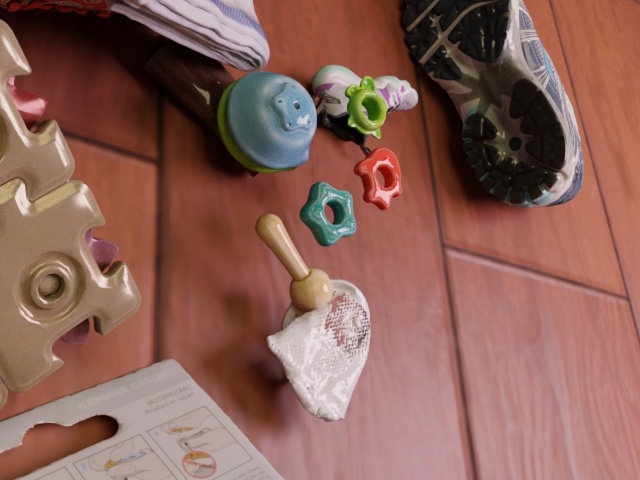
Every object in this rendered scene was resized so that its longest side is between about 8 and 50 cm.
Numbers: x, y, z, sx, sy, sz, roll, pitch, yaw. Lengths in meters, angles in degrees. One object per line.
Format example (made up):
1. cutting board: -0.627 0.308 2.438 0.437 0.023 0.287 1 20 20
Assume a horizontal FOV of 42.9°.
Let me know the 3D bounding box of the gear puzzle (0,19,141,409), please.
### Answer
1. gear puzzle: -0.206 -0.064 0.312 0.175 0.044 0.339 -38 124 -31

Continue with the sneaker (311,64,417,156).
1. sneaker: 0.039 -0.098 0.654 0.098 0.038 0.069 4 65 -27

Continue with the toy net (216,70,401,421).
1. toy net: 0.000 0.000 0.538 0.122 0.045 0.232 3 78 -38

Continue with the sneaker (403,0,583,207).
1. sneaker: 0.165 -0.153 0.761 0.122 0.110 0.283 13 59 -55

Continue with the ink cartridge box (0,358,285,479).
1. ink cartridge box: -0.076 0.169 0.367 0.189 0.066 0.232 -16 40 -44

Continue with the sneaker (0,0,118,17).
1. sneaker: -0.179 -0.171 0.480 0.090 0.145 0.270 55 7 19

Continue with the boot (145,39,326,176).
1. boot: -0.059 -0.113 0.583 0.114 0.037 0.106 45 44 -3

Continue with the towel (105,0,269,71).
1. towel: -0.092 -0.250 0.476 0.209 0.034 0.285 -1 81 -75
